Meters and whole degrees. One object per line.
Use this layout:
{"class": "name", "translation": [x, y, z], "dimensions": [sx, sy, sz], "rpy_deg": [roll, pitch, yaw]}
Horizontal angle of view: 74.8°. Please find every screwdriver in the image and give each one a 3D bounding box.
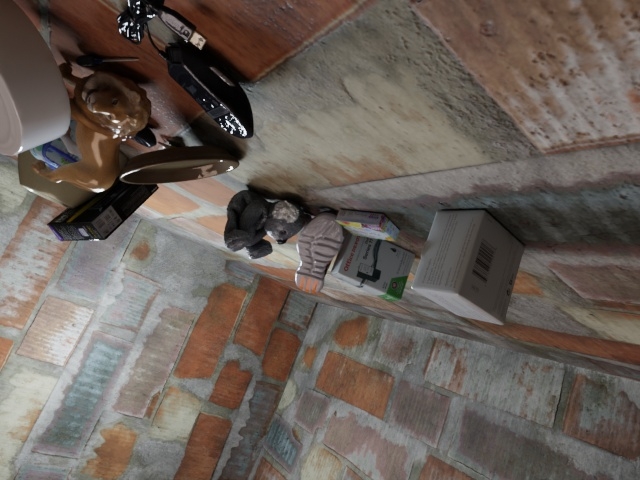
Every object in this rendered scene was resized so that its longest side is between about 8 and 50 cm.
{"class": "screwdriver", "translation": [-0.404, -0.340, 0.798], "dimensions": [0.170, 0.024, 0.025], "rpy_deg": [14, 136, 23]}

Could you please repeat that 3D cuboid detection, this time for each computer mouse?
{"class": "computer mouse", "translation": [-0.528, -0.312, 1.088], "dimensions": [0.242, 0.041, 0.071], "rpy_deg": [28, 168, 1]}
{"class": "computer mouse", "translation": [-0.178, -0.271, 0.639], "dimensions": [0.262, 0.060, 0.184], "rpy_deg": [41, 164, -24]}

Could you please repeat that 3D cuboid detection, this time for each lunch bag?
{"class": "lunch bag", "translation": [-0.719, -0.269, 1.236], "dimensions": [0.090, 0.176, 0.219], "rpy_deg": [17, 165, 21]}

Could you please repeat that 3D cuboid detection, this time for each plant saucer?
{"class": "plant saucer", "translation": [-0.336, -0.180, 1.007], "dimensions": [0.278, 0.041, 0.278], "rpy_deg": [-9, -177, 0]}

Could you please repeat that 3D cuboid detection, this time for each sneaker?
{"class": "sneaker", "translation": [0.000, 0.000, 1.292], "dimensions": [0.124, 0.180, 0.321], "rpy_deg": [21, 133, 0]}

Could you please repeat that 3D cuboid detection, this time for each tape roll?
{"class": "tape roll", "translation": [-0.602, -0.306, 0.766], "dimensions": [0.286, 0.100, 0.286], "rpy_deg": [20, 132, 24]}

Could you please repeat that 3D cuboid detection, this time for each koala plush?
{"class": "koala plush", "translation": [-0.144, -0.062, 1.232], "dimensions": [0.221, 0.203, 0.196], "rpy_deg": [-6, 167, 18]}

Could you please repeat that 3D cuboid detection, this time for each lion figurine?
{"class": "lion figurine", "translation": [-0.504, -0.224, 0.936], "dimensions": [0.240, 0.142, 0.392], "rpy_deg": [32, 137, -3]}

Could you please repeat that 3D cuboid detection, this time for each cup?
{"class": "cup", "translation": [-0.871, -0.249, 1.429], "dimensions": [0.331, 0.237, 0.331], "rpy_deg": [20, 167, 5]}

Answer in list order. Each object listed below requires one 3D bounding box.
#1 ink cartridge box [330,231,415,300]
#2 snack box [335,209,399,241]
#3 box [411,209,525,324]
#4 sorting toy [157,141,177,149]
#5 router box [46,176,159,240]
{"class": "ink cartridge box", "translation": [0.155, 0.073, 1.253], "dimensions": [0.208, 0.153, 0.087], "rpy_deg": [23, 166, -8]}
{"class": "snack box", "translation": [0.124, -0.040, 1.106], "dimensions": [0.141, 0.037, 0.100], "rpy_deg": [10, 164, 41]}
{"class": "box", "translation": [0.310, 0.055, 0.873], "dimensions": [0.182, 0.181, 0.119], "rpy_deg": [30, 165, -33]}
{"class": "sorting toy", "translation": [-0.409, -0.243, 1.150], "dimensions": [0.075, 0.045, 0.083], "rpy_deg": [29, 167, 1]}
{"class": "router box", "translation": [-0.776, -0.125, 1.512], "dimensions": [0.243, 0.309, 0.081], "rpy_deg": [-1, 130, 27]}
